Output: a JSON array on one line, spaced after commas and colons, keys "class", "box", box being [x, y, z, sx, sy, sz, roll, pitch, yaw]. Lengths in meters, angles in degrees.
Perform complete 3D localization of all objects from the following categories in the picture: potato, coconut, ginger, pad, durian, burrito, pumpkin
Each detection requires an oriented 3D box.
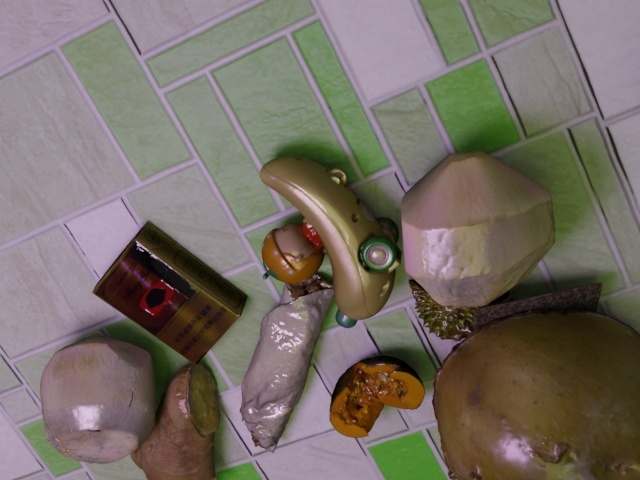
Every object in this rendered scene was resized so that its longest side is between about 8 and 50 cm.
[{"class": "potato", "box": [0.420, 0.348, 1.537, 0.442, 0.319, 0.385, 9, 113, -15]}, {"class": "coconut", "box": [-0.418, 0.288, 1.745, 0.227, 0.230, 0.227, -6, 143, -4]}, {"class": "coconut", "box": [0.245, -0.025, 1.488, 0.259, 0.259, 0.259, 3, 116, 6]}, {"class": "ginger", "box": [-0.273, 0.394, 1.827, 0.190, 0.126, 0.353, 20, 115, 9]}, {"class": "pad", "box": [0.373, 0.152, 1.614, 0.235, 0.003, 0.158, -12, 132, -10]}, {"class": "durian", "box": [0.246, 0.136, 1.627, 0.187, 0.119, 0.108, 2, 112, 5]}, {"class": "burrito", "box": [-0.076, 0.232, 1.745, 0.117, 0.076, 0.392, 21, 115, 4]}, {"class": "pumpkin", "box": [0.100, 0.276, 1.723, 0.184, 0.107, 0.119, -27, 117, 11]}]

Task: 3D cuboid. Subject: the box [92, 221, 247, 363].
[{"class": "box", "box": [-0.277, 0.102, 1.712, 0.240, 0.071, 0.159, 38, 117, -12]}]

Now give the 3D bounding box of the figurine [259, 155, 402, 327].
[{"class": "figurine", "box": [0.000, 0.000, 1.592, 0.222, 0.124, 0.324, -36, 102, 20]}]
